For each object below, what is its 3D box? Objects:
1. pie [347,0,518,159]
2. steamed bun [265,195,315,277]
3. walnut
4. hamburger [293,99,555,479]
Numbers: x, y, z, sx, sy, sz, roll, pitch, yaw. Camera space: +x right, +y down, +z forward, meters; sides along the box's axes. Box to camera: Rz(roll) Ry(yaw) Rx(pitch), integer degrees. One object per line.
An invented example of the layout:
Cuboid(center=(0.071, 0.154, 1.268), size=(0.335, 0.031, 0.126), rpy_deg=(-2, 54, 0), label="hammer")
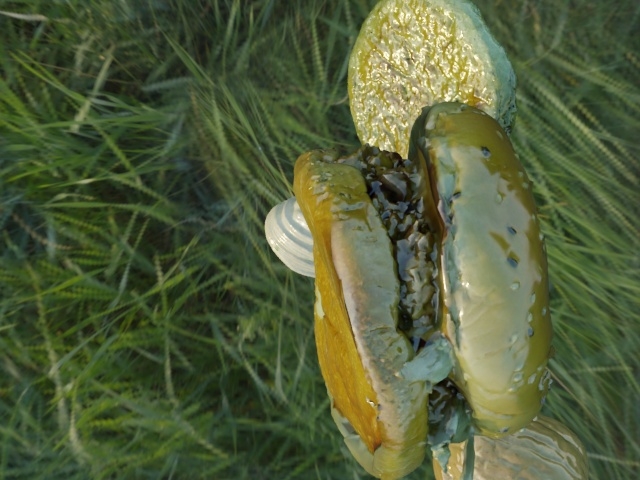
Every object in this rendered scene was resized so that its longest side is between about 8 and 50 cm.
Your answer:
Cuboid(center=(0.143, -0.208, 1.537), size=(0.079, 0.277, 0.277), rpy_deg=(-10, 97, -45), label="pie")
Cuboid(center=(0.000, 0.000, 1.811), size=(0.183, 0.183, 0.106), rpy_deg=(9, 75, -4), label="steamed bun")
Cuboid(center=(0.304, 0.371, 1.840), size=(0.261, 0.225, 0.225), rpy_deg=(26, 93, 2), label="walnut")
Cuboid(center=(0.055, 0.031, 0.558), size=(0.113, 0.177, 0.185), rpy_deg=(-15, 75, -11), label="hamburger")
